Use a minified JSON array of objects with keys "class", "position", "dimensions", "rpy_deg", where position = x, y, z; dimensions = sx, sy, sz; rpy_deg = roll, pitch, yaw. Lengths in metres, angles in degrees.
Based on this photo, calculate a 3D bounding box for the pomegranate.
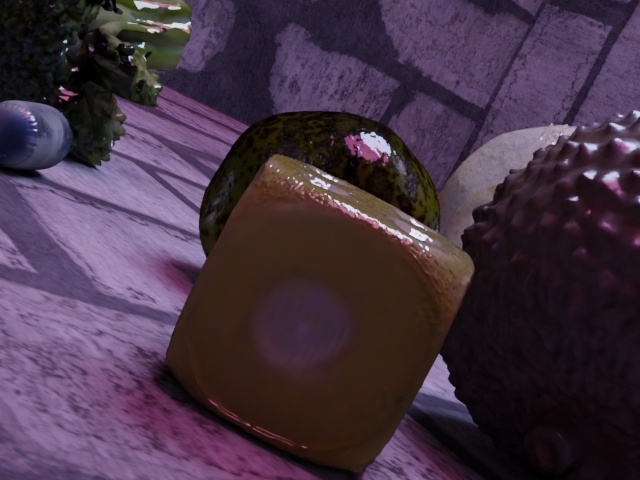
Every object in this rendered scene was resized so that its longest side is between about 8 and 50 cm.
[{"class":"pomegranate","position":[0.009,0.010,1.168],"dimensions":[0.204,0.222,0.276],"rpy_deg":[30,35,-60]}]

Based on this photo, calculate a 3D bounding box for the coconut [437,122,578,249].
[{"class":"coconut","position":[0.336,-0.003,1.811],"dimensions":[0.346,0.346,0.360],"rpy_deg":[30,15,15]}]

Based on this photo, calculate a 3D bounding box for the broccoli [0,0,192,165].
[{"class":"broccoli","position":[-0.324,-0.266,1.496],"dimensions":[0.317,0.277,0.338],"rpy_deg":[20,14,-6]}]

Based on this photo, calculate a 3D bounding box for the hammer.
[{"class":"hammer","position":[-0.353,-0.131,1.251],"dimensions":[0.194,0.069,0.116],"rpy_deg":[24,8,9]}]

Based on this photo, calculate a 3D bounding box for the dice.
[{"class":"dice","position":[0.000,0.049,0.869],"dimensions":[0.166,0.169,0.169],"rpy_deg":[29,8,2]}]

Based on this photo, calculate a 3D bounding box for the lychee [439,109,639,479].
[{"class":"lychee","position":[0.304,0.067,1.081],"dimensions":[0.380,0.380,0.432],"rpy_deg":[31,49,20]}]
